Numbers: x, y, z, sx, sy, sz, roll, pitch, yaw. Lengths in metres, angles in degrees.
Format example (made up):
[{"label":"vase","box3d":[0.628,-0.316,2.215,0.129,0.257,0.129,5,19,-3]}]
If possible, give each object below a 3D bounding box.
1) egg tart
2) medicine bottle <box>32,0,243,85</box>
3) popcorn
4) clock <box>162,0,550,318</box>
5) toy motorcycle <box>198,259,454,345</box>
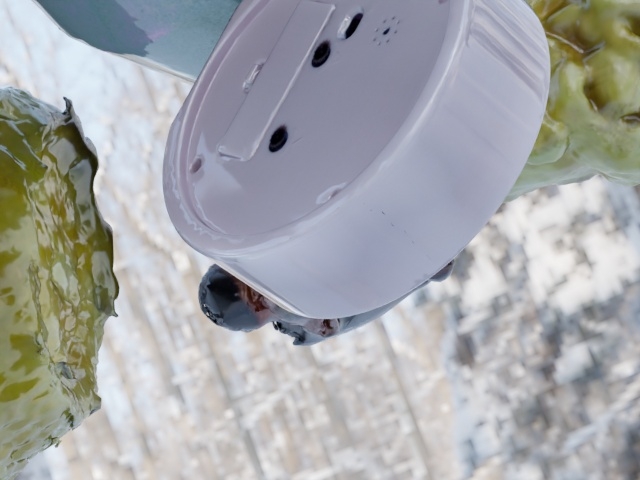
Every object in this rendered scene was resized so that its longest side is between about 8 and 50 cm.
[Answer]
[{"label":"egg tart","box3d":[-0.215,0.022,1.150,0.132,0.345,0.345,-5,-11,7]},{"label":"medicine bottle","box3d":[-0.088,-0.219,1.024,0.245,0.245,0.290,-31,-33,36]},{"label":"popcorn","box3d":[0.181,-0.130,1.296,0.226,0.200,0.203,-9,-6,-19]},{"label":"clock","box3d":[0.015,-0.062,0.880,0.197,0.197,0.068,-29,-48,31]},{"label":"toy motorcycle","box3d":[0.000,0.000,1.473,0.207,0.134,0.401,-25,12,1]}]
